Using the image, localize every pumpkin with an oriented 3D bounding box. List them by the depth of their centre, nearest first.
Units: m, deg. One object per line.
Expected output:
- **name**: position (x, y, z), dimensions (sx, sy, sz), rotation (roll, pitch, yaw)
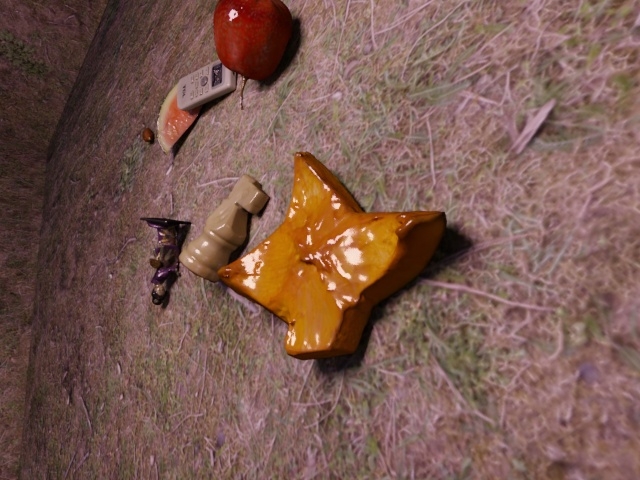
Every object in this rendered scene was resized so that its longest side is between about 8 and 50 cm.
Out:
- **pumpkin**: position (0.001, 0.025, 0.588), dimensions (0.290, 0.095, 0.258), rotation (38, 102, 45)

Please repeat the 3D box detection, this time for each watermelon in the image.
- **watermelon**: position (-0.357, -0.341, 1.166), dimensions (0.245, 0.063, 0.119), rotation (-50, 61, 16)

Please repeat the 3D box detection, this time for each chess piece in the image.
- **chess piece**: position (-0.173, -0.027, 0.827), dimensions (0.200, 0.090, 0.090), rotation (-55, 41, 3)

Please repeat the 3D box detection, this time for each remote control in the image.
- **remote control**: position (-0.277, -0.374, 1.066), dimensions (0.190, 0.029, 0.087), rotation (-8, 77, 34)

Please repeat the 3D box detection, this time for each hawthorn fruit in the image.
- **hawthorn fruit**: position (-0.139, -0.376, 0.872), dimensions (0.162, 0.163, 0.203), rotation (60, 140, 42)

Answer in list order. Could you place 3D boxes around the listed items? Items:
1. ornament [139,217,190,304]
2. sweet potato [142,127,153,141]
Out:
- **ornament**: position (-0.351, 0.047, 1.011), dimensions (0.081, 0.088, 0.203), rotation (0, 89, 25)
- **sweet potato**: position (-0.535, -0.327, 1.379), dimensions (0.034, 0.034, 0.095), rotation (-56, 33, 19)
